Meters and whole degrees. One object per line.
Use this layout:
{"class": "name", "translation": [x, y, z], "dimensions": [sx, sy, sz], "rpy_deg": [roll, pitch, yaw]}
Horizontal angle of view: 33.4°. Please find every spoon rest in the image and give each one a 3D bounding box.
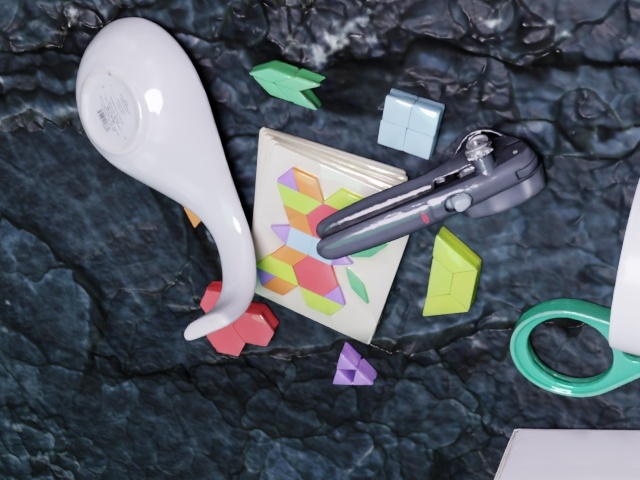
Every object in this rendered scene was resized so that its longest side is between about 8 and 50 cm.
{"class": "spoon rest", "translation": [-0.127, -0.057, 0.916], "dimensions": [0.137, 0.084, 0.277], "rpy_deg": [-23, 89, 39]}

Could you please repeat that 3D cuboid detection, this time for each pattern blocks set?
{"class": "pattern blocks set", "translation": [0.000, 0.000, 0.937], "dimensions": [0.285, 0.026, 0.325], "rpy_deg": [12, 127, 19]}

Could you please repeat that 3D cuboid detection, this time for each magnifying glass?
{"class": "magnifying glass", "translation": [0.265, 0.086, 0.864], "dimensions": [0.230, 0.026, 0.092], "rpy_deg": [-6, 119, 30]}

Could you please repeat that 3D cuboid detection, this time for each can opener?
{"class": "can opener", "translation": [0.081, -0.029, 0.815], "dimensions": [0.186, 0.059, 0.073], "rpy_deg": [-22, 114, 7]}

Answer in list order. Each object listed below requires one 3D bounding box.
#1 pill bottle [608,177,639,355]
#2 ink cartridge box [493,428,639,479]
{"class": "pill bottle", "translation": [0.342, 0.038, 0.699], "dimensions": [0.278, 0.162, 0.162], "rpy_deg": [12, 127, 20]}
{"class": "ink cartridge box", "translation": [0.288, 0.307, 0.948], "dimensions": [0.207, 0.117, 0.283], "rpy_deg": [-5, 120, 30]}
